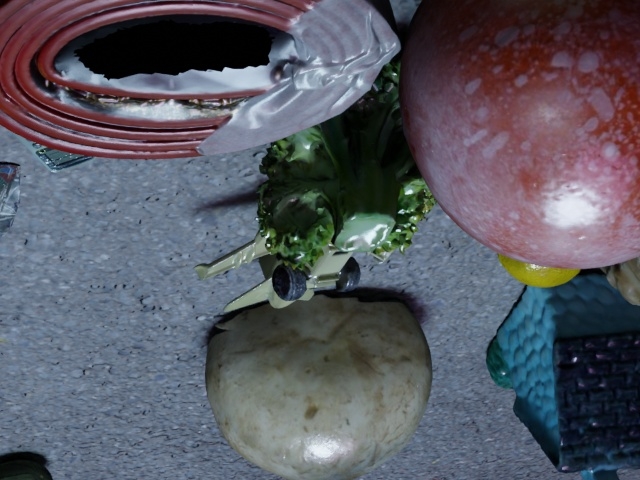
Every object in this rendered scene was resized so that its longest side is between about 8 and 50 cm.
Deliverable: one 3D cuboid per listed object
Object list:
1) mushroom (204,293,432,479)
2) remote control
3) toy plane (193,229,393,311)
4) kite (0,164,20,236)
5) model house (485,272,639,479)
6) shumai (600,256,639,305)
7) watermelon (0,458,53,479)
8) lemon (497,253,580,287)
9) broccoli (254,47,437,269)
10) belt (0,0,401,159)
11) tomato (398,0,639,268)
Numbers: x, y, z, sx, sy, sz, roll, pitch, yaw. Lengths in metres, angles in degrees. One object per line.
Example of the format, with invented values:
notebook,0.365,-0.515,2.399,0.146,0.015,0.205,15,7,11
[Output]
mushroom,0.002,0.184,1.475,0.254,0.189,0.195,-5,144,-2
remote control,-0.239,-0.100,1.135,0.053,0.018,0.124,-17,146,12
toy plane,0.000,0.000,1.289,0.229,0.092,0.244,-6,153,-36
kite,-0.416,-0.034,1.190,0.285,0.015,0.152,6,143,-24
model house,0.356,0.187,1.531,0.261,0.241,0.226,-1,143,-15
shumai,0.355,-0.089,1.179,0.267,0.262,0.314,-16,-168,-11
watermelon,-0.389,0.317,1.675,0.111,0.078,0.078,-20,146,18
lemon,0.226,0.007,1.366,0.111,0.082,0.082,12,142,-41
broccoli,0.025,-0.055,1.106,0.194,0.194,0.220,23,123,-40
belt,-0.098,-0.169,0.981,0.324,0.115,0.227,-5,148,-8
tomato,0.173,-0.109,1.006,0.227,0.270,0.270,-6,147,8
